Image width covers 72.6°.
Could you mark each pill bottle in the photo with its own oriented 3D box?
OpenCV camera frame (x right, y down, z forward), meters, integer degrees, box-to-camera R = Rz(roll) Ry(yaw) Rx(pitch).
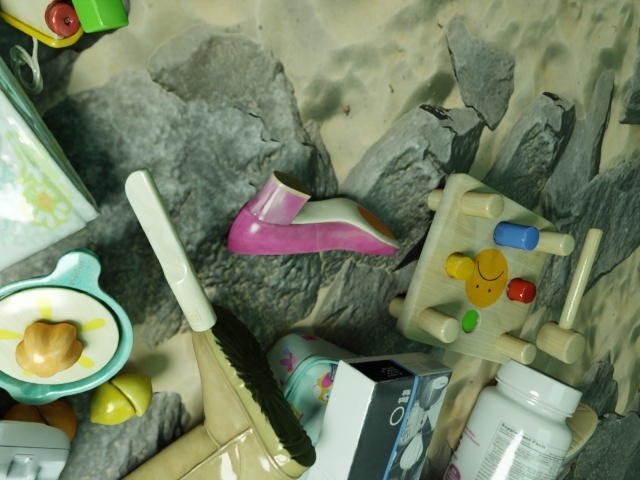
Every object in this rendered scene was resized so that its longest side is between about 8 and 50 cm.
[{"bbox_3d":[0.339,0.364,0.776,0.161,0.160,0.282,26,88,-29],"label":"pill bottle"}]

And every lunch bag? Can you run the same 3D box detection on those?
[{"bbox_3d":[-0.010,0.279,0.606,0.224,0.108,0.279,31,85,-29],"label":"lunch bag"}]

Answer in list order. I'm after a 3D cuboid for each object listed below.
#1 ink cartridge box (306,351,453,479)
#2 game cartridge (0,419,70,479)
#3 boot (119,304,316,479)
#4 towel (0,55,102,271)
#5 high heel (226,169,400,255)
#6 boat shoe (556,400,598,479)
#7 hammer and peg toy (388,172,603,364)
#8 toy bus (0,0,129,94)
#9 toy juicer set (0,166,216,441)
[{"bbox_3d":[0.055,0.308,0.548,0.166,0.065,0.332,8,100,-43],"label":"ink cartridge box"},{"bbox_3d":[-0.399,0.211,0.368,0.298,0.062,0.198,20,129,-29],"label":"game cartridge"},{"bbox_3d":[-0.168,0.242,0.509,0.270,0.236,0.089,-40,150,8],"label":"boot"},{"bbox_3d":[-0.425,-0.065,0.330,0.375,0.090,0.320,-32,113,-18],"label":"towel"},{"bbox_3d":[0.000,0.000,0.586,0.244,0.082,0.117,18,121,-42],"label":"high heel"},{"bbox_3d":[0.452,0.444,0.891,0.285,0.103,0.092,-39,121,-11],"label":"boat shoe"},{"bbox_3d":[0.299,0.064,0.713,0.362,0.127,0.265,19,89,-29],"label":"hammer and peg toy"},{"bbox_3d":[-0.223,-0.259,0.381,0.104,0.202,0.190,-41,113,-48],"label":"toy bus"},{"bbox_3d":[-0.226,0.111,0.425,0.329,0.089,0.209,-37,122,2],"label":"toy juicer set"}]
